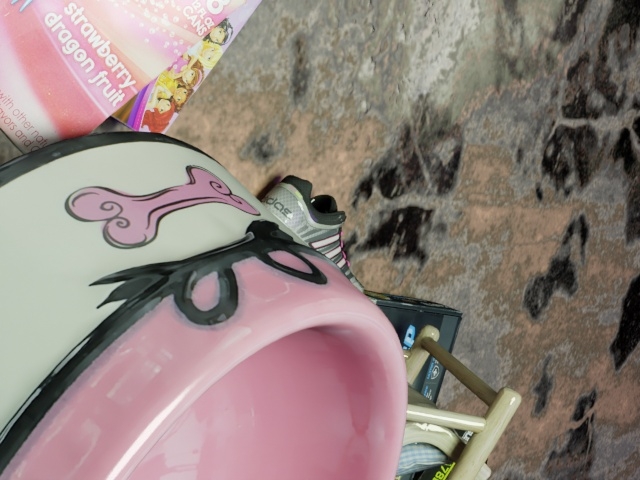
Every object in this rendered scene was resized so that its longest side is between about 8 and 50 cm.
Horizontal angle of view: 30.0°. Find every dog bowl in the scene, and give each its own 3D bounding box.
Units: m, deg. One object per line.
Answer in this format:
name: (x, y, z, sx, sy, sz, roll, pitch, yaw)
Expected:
dog bowl: (-0.103, 0.156, 0.647, 0.408, 0.150, 0.408, -39, 142, -39)

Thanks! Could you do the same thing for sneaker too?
sneaker: (0.000, 0.000, 1.075, 0.074, 0.063, 0.170, -55, 135, -10)

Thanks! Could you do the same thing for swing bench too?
swing bench: (0.028, 0.204, 1.014, 0.165, 0.253, 0.254, 12, 96, -10)

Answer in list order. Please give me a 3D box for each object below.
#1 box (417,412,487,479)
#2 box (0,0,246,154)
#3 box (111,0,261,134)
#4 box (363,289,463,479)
box: (0.124, 0.309, 1.334, 0.190, 0.045, 0.184, -52, 156, -24)
box: (-0.194, -0.204, 0.612, 0.154, 0.142, 0.300, -41, 124, -7)
box: (-0.101, -0.231, 0.802, 0.293, 0.057, 0.201, -54, 142, 3)
box: (0.054, 0.163, 1.221, 0.175, 0.051, 0.220, 13, 95, -53)
